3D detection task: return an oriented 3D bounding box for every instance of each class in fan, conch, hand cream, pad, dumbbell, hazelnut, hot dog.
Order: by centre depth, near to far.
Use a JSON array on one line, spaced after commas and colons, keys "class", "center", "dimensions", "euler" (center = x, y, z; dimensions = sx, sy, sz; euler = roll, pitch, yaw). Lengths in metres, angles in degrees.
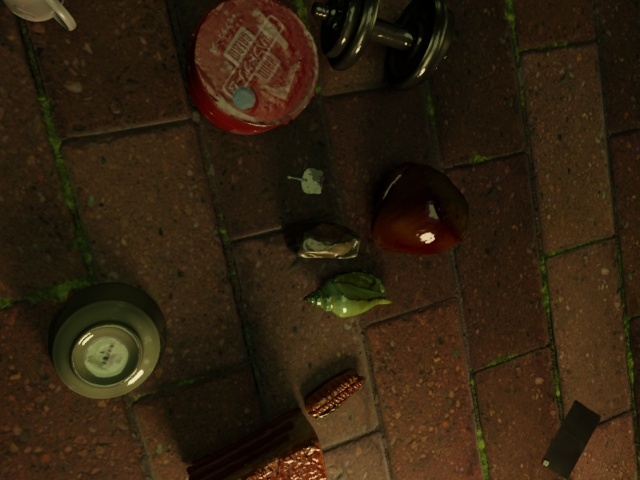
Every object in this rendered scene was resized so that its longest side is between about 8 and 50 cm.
[{"class": "hand cream", "center": [-0.126, -0.306, 0.933], "dimensions": [0.230, 0.149, 0.230], "euler": [-1, 94, -18]}, {"class": "dumbbell", "center": [0.119, -0.398, 0.984], "dimensions": [0.289, 0.192, 0.192], "euler": [10, 93, -21]}, {"class": "fan", "center": [-0.030, -0.124, 1.061], "dimensions": [0.083, 0.004, 0.056], "euler": [9, 93, -19]}, {"class": "hazelnut", "center": [0.193, -0.050, 1.064], "dimensions": [0.208, 0.208, 0.208], "euler": [-2, 97, -19]}, {"class": "conch", "center": [0.060, 0.111, 1.084], "dimensions": [0.200, 0.079, 0.095], "euler": [-13, 87, -35]}, {"class": "hot dog", "center": [0.032, 0.331, 1.116], "dimensions": [0.144, 0.038, 0.062], "euler": [-30, 105, -14]}, {"class": "pad", "center": [0.670, 0.533, 1.382], "dimensions": [0.116, 0.004, 0.193], "euler": [34, 84, -20]}]

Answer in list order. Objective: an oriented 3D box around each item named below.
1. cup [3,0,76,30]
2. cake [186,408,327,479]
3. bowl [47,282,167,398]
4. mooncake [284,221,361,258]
[{"class": "cup", "center": [-0.457, -0.393, 0.813], "dimensions": [0.099, 0.133, 0.136], "euler": [-19, 102, -17]}, {"class": "cake", "center": [-0.115, 0.421, 1.014], "dimensions": [0.261, 0.158, 0.160], "euler": [12, 88, -19]}, {"class": "bowl", "center": [-0.377, 0.189, 0.920], "dimensions": [0.211, 0.112, 0.212], "euler": [-3, 98, -21]}, {"class": "mooncake", "center": [0.000, 0.000, 1.022], "dimensions": [0.129, 0.125, 0.073], "euler": [-1, 91, -22]}]
